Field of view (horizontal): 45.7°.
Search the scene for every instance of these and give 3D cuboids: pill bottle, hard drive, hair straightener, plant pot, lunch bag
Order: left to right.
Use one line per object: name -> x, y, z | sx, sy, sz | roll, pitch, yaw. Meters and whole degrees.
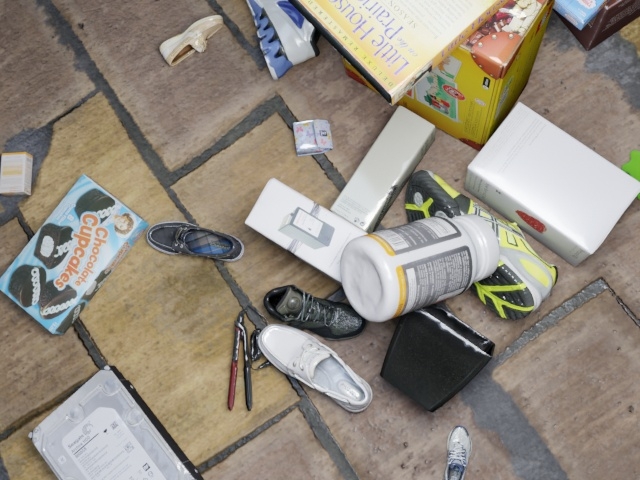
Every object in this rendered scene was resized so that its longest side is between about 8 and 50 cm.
hard drive -> -0.437, 0.470, 1.629 | 0.237, 0.064, 0.339 | -41, 76, -1
hair straightener -> -0.150, 0.254, 1.646 | 0.089, 0.047, 0.230 | 6, 74, -13
lunch bag -> -0.017, -0.233, 1.705 | 0.083, 0.053, 0.071 | -7, 80, -3
pill bottle -> 0.189, 0.042, 1.416 | 0.278, 0.162, 0.162 | -15, 75, -30
plant pot -> 0.224, 0.233, 1.526 | 0.187, 0.188, 0.167 | 34, 97, 12

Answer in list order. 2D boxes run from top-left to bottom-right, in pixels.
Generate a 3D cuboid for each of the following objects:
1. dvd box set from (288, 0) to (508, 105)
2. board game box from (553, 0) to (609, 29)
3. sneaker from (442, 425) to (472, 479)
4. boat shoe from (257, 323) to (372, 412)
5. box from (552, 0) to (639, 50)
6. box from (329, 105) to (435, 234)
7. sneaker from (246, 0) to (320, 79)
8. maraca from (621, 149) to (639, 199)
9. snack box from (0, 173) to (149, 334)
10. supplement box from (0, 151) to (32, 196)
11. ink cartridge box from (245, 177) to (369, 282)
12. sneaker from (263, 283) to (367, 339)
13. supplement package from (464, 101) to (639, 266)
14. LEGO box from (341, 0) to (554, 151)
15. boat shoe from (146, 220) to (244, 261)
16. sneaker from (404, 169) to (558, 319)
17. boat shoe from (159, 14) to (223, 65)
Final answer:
dvd box set -> 0.166, -0.462, 1.205 | 0.420, 0.062, 0.307 | -43, 78, -1
board game box -> 0.524, -0.541, 1.485 | 0.211, 0.039, 0.160 | -45, 77, -2
sneaker -> 0.279, 0.444, 1.535 | 0.052, 0.058, 0.135 | 7, 80, 9
boat shoe -> -0.010, 0.256, 1.585 | 0.277, 0.096, 0.098 | 30, 76, 10
box -> 0.598, -0.545, 1.599 | 0.168, 0.203, 0.167 | -35, 77, 0
box -> 0.136, -0.143, 1.637 | 0.094, 0.113, 0.275 | 33, 87, 12
sneaker -> -0.071, -0.538, 1.742 | 0.182, 0.127, 0.316 | -18, 85, 1
maraca -> 0.722, -0.148, 1.567 | 0.185, 0.099, 0.127 | -10, 83, 31
snack box -> -0.562, 0.031, 1.727 | 0.187, 0.060, 0.322 | 36, 86, 12
supplement box -> -0.720, -0.156, 1.795 | 0.062, 0.036, 0.098 | -2, 79, 7
ink cartridge box -> 0.000, 0.000, 1.584 | 0.273, 0.198, 0.115 | 31, 86, 13
sneaker -> -0.016, 0.153, 1.595 | 0.227, 0.130, 0.087 | 18, 84, 9
supplement package -> 0.464, -0.109, 1.550 | 0.293, 0.177, 0.175 | 37, 86, 13
LEGO box -> 0.223, -0.404, 1.475 | 0.372, 0.500, 0.193 | 33, 86, 12
boat shoe -> -0.285, 0.001, 1.686 | 0.228, 0.076, 0.080 | 14, 82, 10
sneaker -> 0.327, -0.003, 1.591 | 0.147, 0.145, 0.385 | -25, 65, -34
boat shoe -> -0.295, -0.466, 1.784 | 0.170, 0.063, 0.059 | -28, 80, 12
